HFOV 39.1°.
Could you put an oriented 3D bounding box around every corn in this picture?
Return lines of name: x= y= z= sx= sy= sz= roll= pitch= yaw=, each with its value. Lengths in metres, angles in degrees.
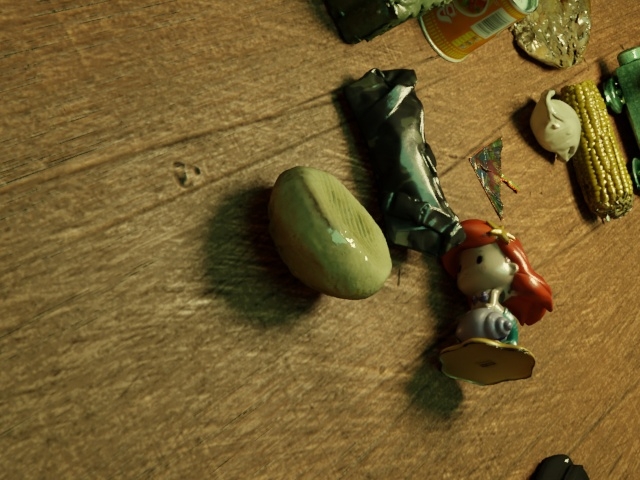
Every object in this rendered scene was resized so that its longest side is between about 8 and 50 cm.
corn: x=0.601 y=-0.197 z=1.979 sx=0.115 sy=0.115 sz=0.318 roll=-5 pitch=77 yaw=-45

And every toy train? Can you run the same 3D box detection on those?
toy train: x=0.827 y=-0.281 z=2.202 sx=0.253 sy=0.160 sz=0.397 roll=-18 pitch=89 yaw=-53

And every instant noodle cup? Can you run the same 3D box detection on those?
instant noodle cup: x=0.305 y=-0.450 z=1.717 sx=0.168 sy=0.185 sz=0.168 roll=18 pitch=64 yaw=-40

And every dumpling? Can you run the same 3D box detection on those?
dumpling: x=0.491 y=-0.259 z=1.900 sx=0.169 sy=0.100 sz=0.134 roll=32 pitch=41 yaw=-36

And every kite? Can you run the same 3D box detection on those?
kite: x=0.345 y=-0.132 z=1.771 sx=0.159 sy=0.010 sz=0.190 roll=22 pitch=62 yaw=-38

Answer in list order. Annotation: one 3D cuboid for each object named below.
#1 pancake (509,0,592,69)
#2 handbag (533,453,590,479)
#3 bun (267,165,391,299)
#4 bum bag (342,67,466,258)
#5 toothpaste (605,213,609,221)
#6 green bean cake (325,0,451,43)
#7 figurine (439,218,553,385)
pancake: x=0.498 y=-0.560 z=2.027 sx=0.382 sy=0.071 sz=0.382 roll=13 pitch=70 yaw=-41
handbag: x=0.439 y=0.533 z=1.553 sx=0.244 sy=0.088 sz=0.275 roll=-33 pitch=102 yaw=-58
bun: x=0.000 y=0.000 z=1.314 sx=0.222 sy=0.127 sz=0.222 roll=41 pitch=21 yaw=-20
bum bag: x=0.136 y=-0.130 z=1.506 sx=0.144 sy=0.095 sz=0.340 roll=-14 pitch=83 yaw=-20
toothpaste: x=0.628 y=-0.108 z=2.035 sx=0.037 sy=0.021 sz=0.140 roll=-8 pitch=79 yaw=-47
green bean cake: x=0.103 y=-0.490 z=1.578 sx=0.255 sy=0.132 sz=0.241 roll=-32 pitch=96 yaw=-45
figurine: x=0.297 y=0.106 z=1.541 sx=0.208 sy=0.181 sz=0.257 roll=11 pitch=60 yaw=1
